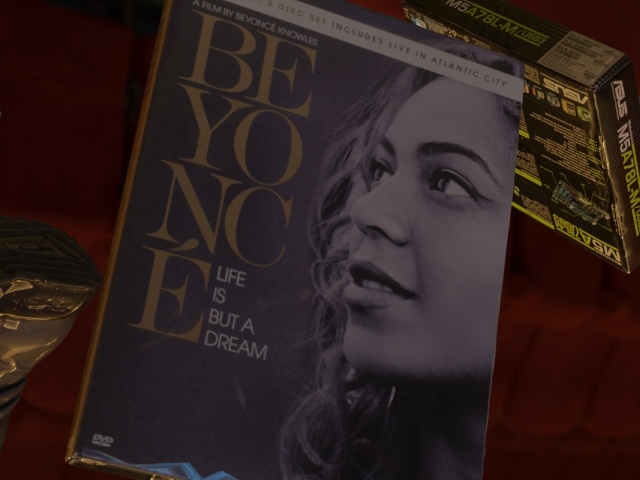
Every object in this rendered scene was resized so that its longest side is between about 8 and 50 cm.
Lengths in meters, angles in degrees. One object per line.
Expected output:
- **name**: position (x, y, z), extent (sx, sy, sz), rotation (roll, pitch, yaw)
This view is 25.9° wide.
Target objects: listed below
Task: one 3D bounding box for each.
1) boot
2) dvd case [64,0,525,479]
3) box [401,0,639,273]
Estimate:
- **boot**: position (-0.339, 0.078, 1.024), extent (0.338, 0.223, 0.118), rotation (18, -155, -40)
- **dvd case**: position (0.000, 0.000, 0.565), extent (0.164, 0.221, 0.018), rotation (16, 156, -17)
- **box**: position (0.154, -0.086, 1.009), extent (0.190, 0.045, 0.184), rotation (34, 159, 42)
